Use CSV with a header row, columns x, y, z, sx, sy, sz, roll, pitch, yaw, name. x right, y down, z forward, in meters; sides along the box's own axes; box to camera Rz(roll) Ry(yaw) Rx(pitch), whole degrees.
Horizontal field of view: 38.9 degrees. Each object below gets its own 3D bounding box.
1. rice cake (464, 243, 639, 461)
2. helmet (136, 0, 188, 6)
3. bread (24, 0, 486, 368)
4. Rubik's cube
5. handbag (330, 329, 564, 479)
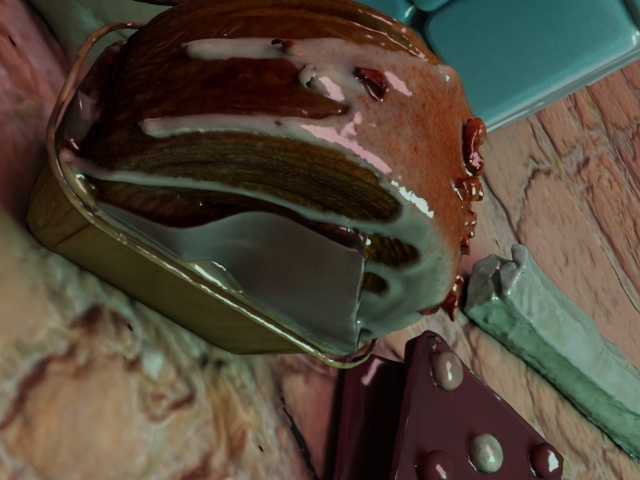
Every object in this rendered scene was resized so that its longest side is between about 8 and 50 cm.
x,y,z,sx,sy,sz,roll,pitch,yaw,name
0.254,0.122,0.853,0.336,0.063,0.066,40,49,-31,rice cake
-0.032,-0.274,0.607,0.197,0.271,0.338,52,60,-78,helmet
-0.026,-0.031,0.471,0.224,0.212,0.142,35,47,-31,bread
0.187,-0.291,0.818,0.319,0.322,0.315,-26,90,-54,Rubik's cube
0.097,0.189,0.598,0.216,0.074,0.203,42,41,-27,handbag
